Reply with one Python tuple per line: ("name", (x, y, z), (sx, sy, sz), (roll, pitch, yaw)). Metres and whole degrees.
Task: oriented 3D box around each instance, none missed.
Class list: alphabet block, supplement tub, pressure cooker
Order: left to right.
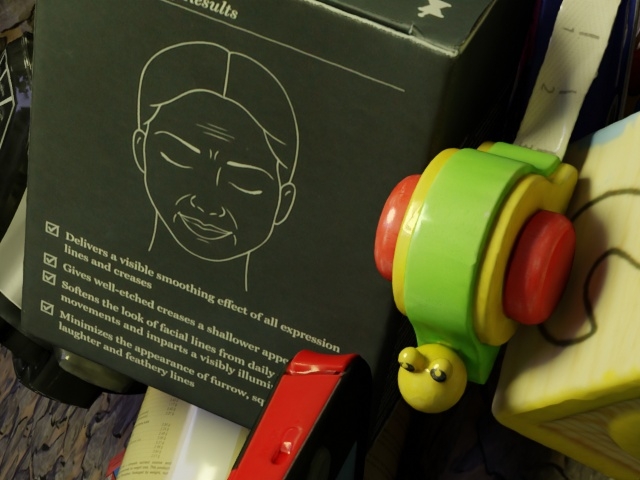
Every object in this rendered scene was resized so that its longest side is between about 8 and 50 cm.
("pressure cooker", (-0.223, -0.032, 1.990), (0.420, 0.375, 0.370), (-51, -14, 26))
("supplement tub", (-0.044, 0.173, 1.542), (0.228, 0.228, 0.316), (-22, 45, 58))
("alphabet block", (0.249, 0.042, 1.106), (0.192, 0.193, 0.197), (-28, 40, 56))

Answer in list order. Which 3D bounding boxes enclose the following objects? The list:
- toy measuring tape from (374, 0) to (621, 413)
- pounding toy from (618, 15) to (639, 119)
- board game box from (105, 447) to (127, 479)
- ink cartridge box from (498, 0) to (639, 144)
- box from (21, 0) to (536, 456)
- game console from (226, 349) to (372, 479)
("toy measuring tape", (0.115, -0.053, 1.088), (0.121, 0.121, 0.330), (-3, 62, 64))
("pounding toy", (0.249, -0.080, 1.369), (0.206, 0.094, 0.181), (-62, 23, 0))
("board game box", (-0.170, 0.259, 1.981), (0.281, 0.027, 0.145), (-38, 34, 45))
("ink cartridge box", (0.170, -0.089, 1.362), (0.371, 0.069, 0.176), (109, 173, -69))
("box", (-0.036, -0.078, 1.303), (0.212, 0.293, 0.395), (-55, -17, -46))
("game console", (-0.042, 0.298, 1.203), (0.342, 0.060, 0.386), (-64, -18, -53))
